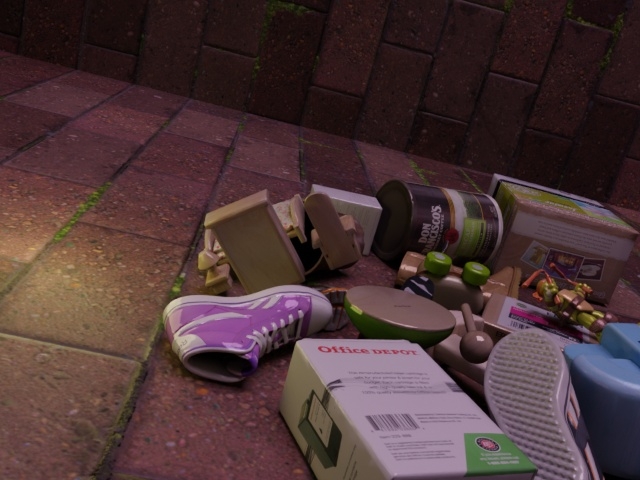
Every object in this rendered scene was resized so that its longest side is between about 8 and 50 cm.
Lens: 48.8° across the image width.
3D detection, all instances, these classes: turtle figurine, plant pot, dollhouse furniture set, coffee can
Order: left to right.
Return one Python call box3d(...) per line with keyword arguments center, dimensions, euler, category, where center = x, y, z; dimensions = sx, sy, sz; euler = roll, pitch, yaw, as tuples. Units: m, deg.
box3d(center=(-0.099, -0.069, 1.340), dimensions=(0.303, 0.173, 0.355), euler=(-21, 28, 9), category="dollhouse furniture set")
box3d(center=(0.000, 0.000, 1.536), dimensions=(0.167, 0.166, 0.165), euler=(30, 15, 37), category="plant pot")
box3d(center=(0.289, -0.038, 1.784), dimensions=(0.276, 0.201, 0.201), euler=(6, 21, -26), category="coffee can")
box3d(center=(0.490, 0.135, 1.350), dimensions=(0.217, 0.087, 0.270), euler=(37, 18, 30), category="turtle figurine")

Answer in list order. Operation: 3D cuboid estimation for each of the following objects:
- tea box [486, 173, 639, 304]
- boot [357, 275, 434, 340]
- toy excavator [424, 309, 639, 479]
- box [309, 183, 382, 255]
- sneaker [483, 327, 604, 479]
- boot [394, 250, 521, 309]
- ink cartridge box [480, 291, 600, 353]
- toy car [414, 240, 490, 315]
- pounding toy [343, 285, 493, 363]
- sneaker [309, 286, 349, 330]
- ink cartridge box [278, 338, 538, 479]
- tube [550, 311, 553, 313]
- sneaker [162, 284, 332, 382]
box3d(center=(0.630, -0.012, 1.952), dimensions=(0.329, 0.219, 0.323), euler=(14, 19, -5), category="tea box")
box3d(center=(0.137, 0.168, 1.292), dimensions=(0.082, 0.106, 0.219), euler=(30, 51, 25), category="boot")
box3d(center=(0.417, 0.233, 1.138), dimensions=(0.446, 0.222, 0.433), euler=(3, 19, -9), category="toy excavator")
box3d(center=(0.049, -0.052, 1.745), dimensions=(0.171, 0.130, 0.091), euler=(13, 19, -10), category="box")
box3d(center=(0.308, 0.266, 0.984), dimensions=(0.126, 0.127, 0.321), euler=(-20, 29, 20), category="sneaker")
box3d(center=(0.327, 0.082, 1.649), dimensions=(0.270, 0.089, 0.236), euler=(18, 18, 11), category="boot")
box3d(center=(0.422, 0.202, 1.377), dimensions=(0.235, 0.088, 0.193), euler=(20, 20, 14), category="ink cartridge box")
box3d(center=(0.256, 0.082, 1.454), dimensions=(0.149, 0.155, 0.188), euler=(16, 24, 0), category="toy car")
box3d(center=(0.144, 0.161, 1.151), dimensions=(0.237, 0.110, 0.183), euler=(12, 14, -7), category="pounding toy")
box3d(center=(-0.025, 0.116, 1.280), dimensions=(0.215, 0.084, 0.083), euler=(0, 19, -37), category="sneaker")
box3d(center=(0.097, 0.251, 0.915), dimensions=(0.211, 0.121, 0.289), euler=(6, 20, -26), category="ink cartridge box")
box3d(center=(0.581, 0.174, 1.643), dimensions=(0.240, 0.062, 0.070), euler=(-9, 74, -61), category="tube")
box3d(center=(-0.091, 0.156, 1.100), dimensions=(0.282, 0.102, 0.161), euler=(-6, 29, -24), category="sneaker")
